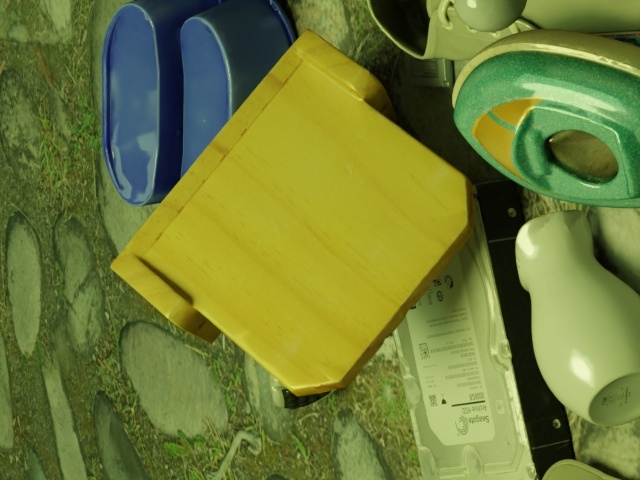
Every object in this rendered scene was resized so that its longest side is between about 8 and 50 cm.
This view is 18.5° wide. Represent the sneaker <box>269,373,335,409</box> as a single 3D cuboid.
[{"bbox_3d":[-0.007,0.076,2.462,0.118,0.110,0.292,51,132,53],"label":"sneaker"}]

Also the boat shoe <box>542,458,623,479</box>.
[{"bbox_3d":[0.315,0.290,2.014,0.206,0.075,0.065,29,166,48],"label":"boat shoe"}]

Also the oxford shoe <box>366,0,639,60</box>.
[{"bbox_3d":[0.193,-0.251,1.982,0.449,0.130,0.169,8,103,58],"label":"oxford shoe"}]

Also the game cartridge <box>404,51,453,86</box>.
[{"bbox_3d":[0.123,-0.203,2.228,0.083,0.017,0.056,12,112,59],"label":"game cartridge"}]

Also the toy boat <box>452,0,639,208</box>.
[{"bbox_3d":[0.211,-0.151,1.823,0.267,0.148,0.318,9,137,38],"label":"toy boat"}]

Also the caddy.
[{"bbox_3d":[-0.146,-0.181,2.551,0.241,0.179,0.341,16,114,32],"label":"caddy"}]

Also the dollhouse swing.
[{"bbox_3d":[0.000,0.000,2.219,0.305,0.347,0.315,38,178,12],"label":"dollhouse swing"}]

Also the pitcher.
[{"bbox_3d":[0.268,0.099,1.979,0.178,0.125,0.207,82,169,-48],"label":"pitcher"}]

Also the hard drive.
[{"bbox_3d":[0.166,0.117,2.201,0.237,0.064,0.339,-17,84,61],"label":"hard drive"}]

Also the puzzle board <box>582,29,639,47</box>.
[{"bbox_3d":[0.274,-0.160,1.898,0.128,0.011,0.096,2,132,43],"label":"puzzle board"}]
